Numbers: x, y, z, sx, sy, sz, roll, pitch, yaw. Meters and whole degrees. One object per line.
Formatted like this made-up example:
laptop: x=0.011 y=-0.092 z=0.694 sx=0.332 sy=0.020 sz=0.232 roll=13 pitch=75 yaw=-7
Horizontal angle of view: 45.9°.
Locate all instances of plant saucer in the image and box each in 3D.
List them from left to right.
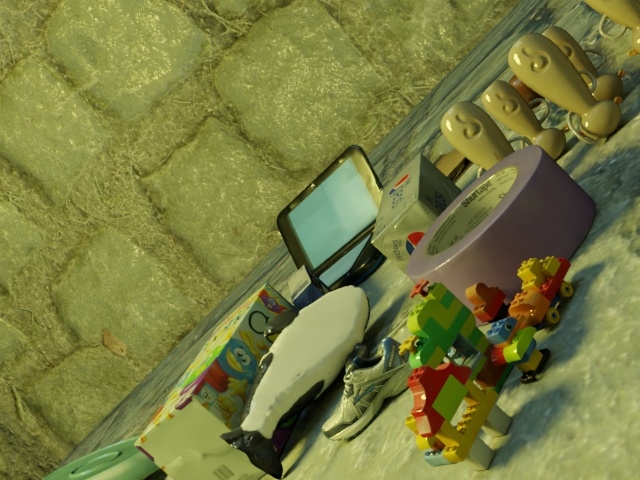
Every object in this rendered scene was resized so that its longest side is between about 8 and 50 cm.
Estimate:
plant saucer: x=-0.435 y=0.452 z=1.478 sx=0.318 sy=0.043 sz=0.317 roll=-20 pitch=1 yaw=1

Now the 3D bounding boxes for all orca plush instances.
orca plush: x=-0.012 y=0.188 z=0.981 sx=0.151 sy=0.102 sz=0.287 roll=4 pitch=42 yaw=17

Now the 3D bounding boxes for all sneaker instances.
sneaker: x=0.044 y=0.154 z=0.802 sx=0.135 sy=0.058 sz=0.052 roll=-46 pitch=7 yaw=9

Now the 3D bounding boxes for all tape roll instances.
tape roll: x=0.183 y=-0.005 z=0.783 sx=0.189 sy=0.080 sz=0.189 roll=-47 pitch=7 yaw=7

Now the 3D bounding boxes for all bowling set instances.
bowling set: x=0.304 y=-0.180 z=0.943 sx=0.287 sy=0.154 sz=0.200 roll=-46 pitch=-12 yaw=17

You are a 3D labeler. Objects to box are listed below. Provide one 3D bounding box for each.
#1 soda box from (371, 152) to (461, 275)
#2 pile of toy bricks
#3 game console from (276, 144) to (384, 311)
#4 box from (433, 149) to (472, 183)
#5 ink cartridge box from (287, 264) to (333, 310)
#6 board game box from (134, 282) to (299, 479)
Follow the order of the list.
soda box: x=0.148 y=-0.038 z=1.102 sx=0.091 sy=0.098 sz=0.286 roll=-46 pitch=7 yaw=19
pile of toy bricks: x=0.113 y=0.078 z=0.621 sx=0.212 sy=0.105 sz=0.118 roll=-51 pitch=8 yaw=-33
game console: x=0.000 y=0.000 z=1.462 sx=0.293 sy=0.173 sz=0.250 roll=-42 pitch=8 yaw=39
box: x=0.214 y=-0.109 z=1.424 sx=0.164 sy=0.021 sz=0.201 roll=-47 pitch=7 yaw=-7
ink cartridge box: x=-0.001 y=0.098 z=1.221 sx=0.046 sy=0.097 sz=0.207 roll=-46 pitch=7 yaw=1
board game box: x=-0.112 y=0.210 z=1.068 sx=0.144 sy=0.142 sz=0.275 roll=-42 pitch=8 yaw=31
